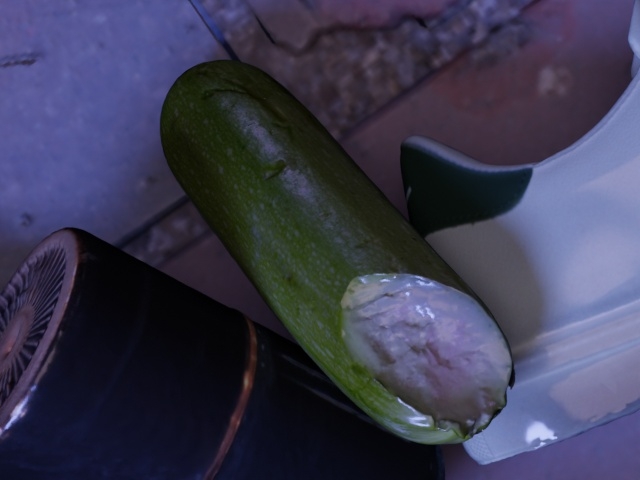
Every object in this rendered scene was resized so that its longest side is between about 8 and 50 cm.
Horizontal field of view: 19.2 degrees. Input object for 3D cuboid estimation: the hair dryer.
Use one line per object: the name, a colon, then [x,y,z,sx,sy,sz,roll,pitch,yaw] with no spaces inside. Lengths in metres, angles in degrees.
hair dryer: [-0.086,0.190,0.723,0.189,0.107,0.352,28,69,-22]

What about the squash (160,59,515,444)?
squash: [0.000,0.000,0.770,0.069,0.069,0.239,-42,50,2]

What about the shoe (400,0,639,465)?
shoe: [0.202,-0.042,0.765,0.363,0.132,0.160,-23,83,11]
